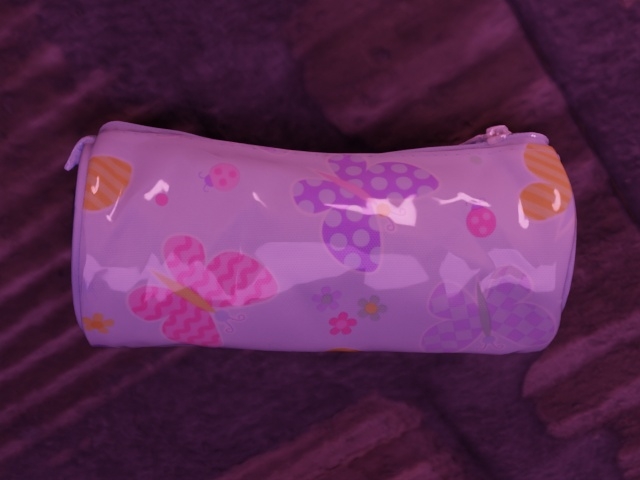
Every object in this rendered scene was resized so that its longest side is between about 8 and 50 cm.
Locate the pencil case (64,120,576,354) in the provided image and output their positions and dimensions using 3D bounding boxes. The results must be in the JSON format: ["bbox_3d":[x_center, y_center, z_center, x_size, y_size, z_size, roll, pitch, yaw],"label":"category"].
[{"bbox_3d":[0.000,0.000,0.572,0.273,0.113,0.124,0,112,-6],"label":"pencil case"}]
